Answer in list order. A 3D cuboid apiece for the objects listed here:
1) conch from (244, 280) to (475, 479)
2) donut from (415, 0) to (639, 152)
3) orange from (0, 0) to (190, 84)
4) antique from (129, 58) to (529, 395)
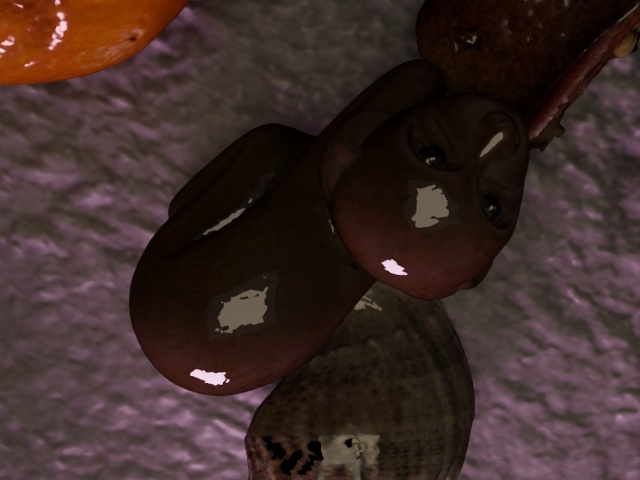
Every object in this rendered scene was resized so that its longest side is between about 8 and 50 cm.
[{"bbox_3d":[0.033,0.115,0.581,0.155,0.130,0.207,16,83,-34],"label":"conch"},{"bbox_3d":[0.148,-0.162,0.469,0.126,0.144,0.187,40,131,13],"label":"donut"},{"bbox_3d":[-0.169,-0.207,0.422,0.261,0.261,0.261,1,105,3],"label":"orange"},{"bbox_3d":[0.000,0.000,0.481,0.256,0.143,0.121,-22,118,23],"label":"antique"}]
